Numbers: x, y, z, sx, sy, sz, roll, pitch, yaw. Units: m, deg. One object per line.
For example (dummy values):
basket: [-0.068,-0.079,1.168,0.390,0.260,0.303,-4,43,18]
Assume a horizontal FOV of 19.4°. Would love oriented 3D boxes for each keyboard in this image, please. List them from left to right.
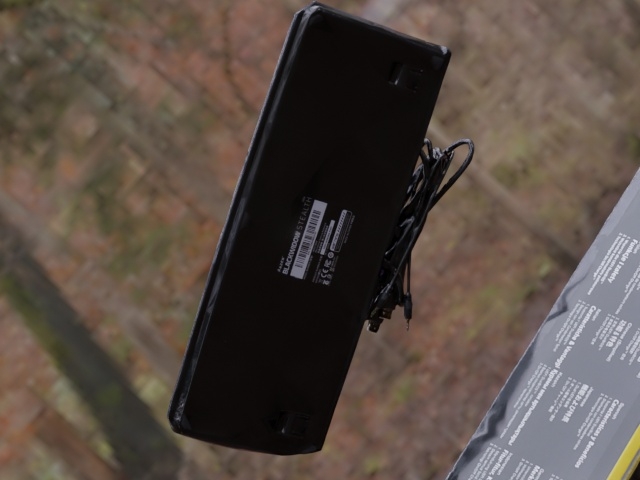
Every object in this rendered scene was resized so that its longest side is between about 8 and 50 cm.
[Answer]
keyboard: [0.000,0.000,0.807,0.038,0.100,0.192,27,99,66]

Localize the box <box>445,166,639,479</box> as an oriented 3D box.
box: [0.147,0.127,0.906,0.322,0.079,0.257,-56,-28,-15]
